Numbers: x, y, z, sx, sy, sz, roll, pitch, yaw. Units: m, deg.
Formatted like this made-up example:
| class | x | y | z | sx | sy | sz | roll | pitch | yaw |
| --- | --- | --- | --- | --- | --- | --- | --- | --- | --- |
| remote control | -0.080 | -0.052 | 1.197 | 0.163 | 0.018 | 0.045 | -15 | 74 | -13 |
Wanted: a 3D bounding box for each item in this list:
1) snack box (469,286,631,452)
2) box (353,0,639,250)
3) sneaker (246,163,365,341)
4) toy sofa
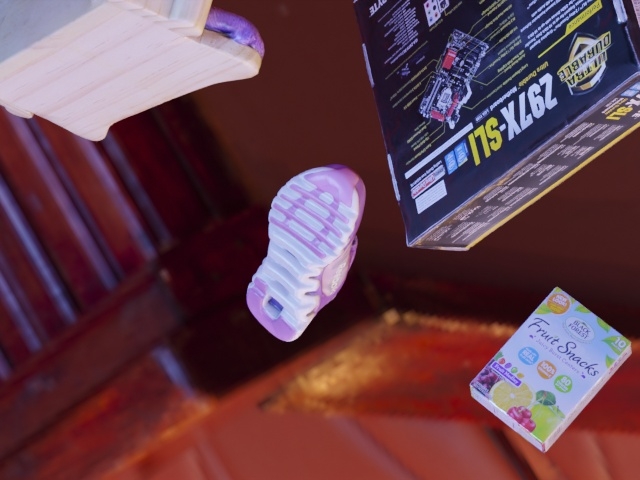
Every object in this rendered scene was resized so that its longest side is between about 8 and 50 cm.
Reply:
| class | x | y | z | sx | sy | sz | roll | pitch | yaw |
| --- | --- | --- | --- | --- | --- | --- | --- | --- | --- |
| snack box | 0.235 | 0.131 | 1.790 | 0.141 | 0.100 | 0.037 | -46 | 158 | -12 |
| box | 0.163 | -0.173 | 1.490 | 0.079 | 0.257 | 0.322 | 2 | 153 | -34 |
| sneaker | 0.000 | 0.000 | 1.884 | 0.104 | 0.095 | 0.236 | -30 | 154 | -41 |
| toy sofa | -0.175 | -0.205 | 1.412 | 0.177 | 0.150 | 0.362 | 23 | 163 | -25 |
